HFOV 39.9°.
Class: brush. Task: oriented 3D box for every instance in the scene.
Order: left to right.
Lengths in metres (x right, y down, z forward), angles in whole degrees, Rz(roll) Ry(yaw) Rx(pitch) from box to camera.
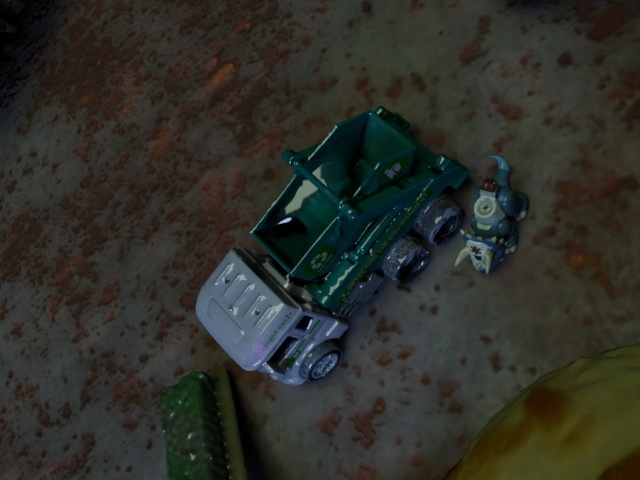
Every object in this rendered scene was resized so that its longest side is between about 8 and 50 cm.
[{"bbox_3d":[-0.073,0.209,0.629,0.054,0.048,0.282,-40,43,22],"label":"brush"}]

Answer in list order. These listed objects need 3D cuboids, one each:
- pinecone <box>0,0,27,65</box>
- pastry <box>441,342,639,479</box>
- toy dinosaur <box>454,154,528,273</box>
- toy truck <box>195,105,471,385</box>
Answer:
[{"bbox_3d":[-0.421,-0.233,0.897,0.272,0.224,0.224,-42,60,5],"label":"pinecone"},{"bbox_3d":[0.194,0.225,0.358,0.389,0.313,0.388,-7,75,26],"label":"pastry"},{"bbox_3d":[0.121,-0.017,0.623,0.031,0.047,0.083,15,86,33],"label":"toy dinosaur"},{"bbox_3d":[0.000,0.000,0.647,0.216,0.116,0.110,-51,59,9],"label":"toy truck"}]
